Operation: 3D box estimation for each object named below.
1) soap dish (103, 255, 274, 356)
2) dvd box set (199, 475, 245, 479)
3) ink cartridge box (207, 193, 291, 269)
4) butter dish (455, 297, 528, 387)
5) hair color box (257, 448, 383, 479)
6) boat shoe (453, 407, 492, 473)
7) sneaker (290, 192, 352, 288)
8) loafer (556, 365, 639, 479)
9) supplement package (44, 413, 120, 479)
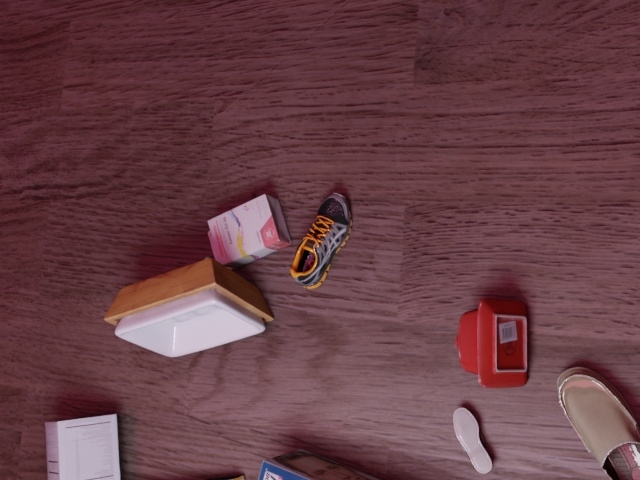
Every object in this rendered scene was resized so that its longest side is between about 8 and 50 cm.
[{"bbox_3d":[-0.282,0.149,1.538,0.290,0.229,0.118,-18,59,22],"label":"soap dish"},{"bbox_3d":[-0.278,0.743,1.532,0.307,0.062,0.421,-13,78,22],"label":"dvd box set"},{"bbox_3d":[-0.176,-0.011,1.587,0.198,0.067,0.115,-24,74,20],"label":"ink cartridge box"},{"bbox_3d":[0.304,0.189,1.310,0.118,0.160,0.160,-5,80,48],"label":"butter dish"},{"bbox_3d":[0.062,0.512,1.345,0.347,0.174,0.105,13,88,25],"label":"hair color box"},{"bbox_3d":[0.287,0.378,1.336,0.046,0.038,0.125,-26,73,-1],"label":"boat shoe"},{"bbox_3d":[0.000,0.000,1.497,0.084,0.083,0.215,20,90,27],"label":"sneaker"},{"bbox_3d":[0.504,0.336,1.210,0.102,0.092,0.268,-39,69,15],"label":"loafer"},{"bbox_3d":[-0.546,0.531,1.620,0.134,0.139,0.244,-22,70,55],"label":"supplement package"}]
